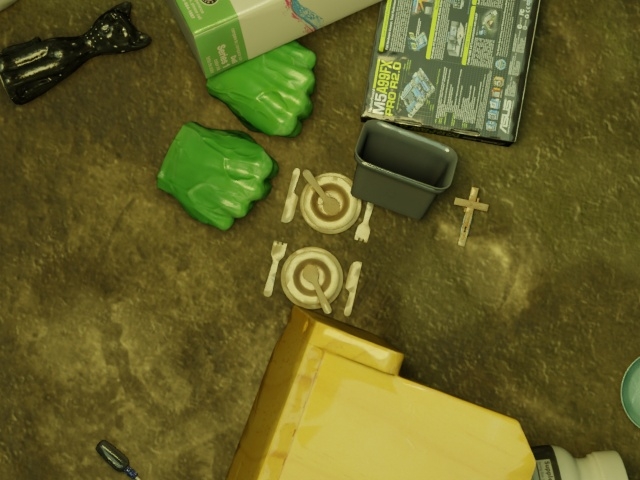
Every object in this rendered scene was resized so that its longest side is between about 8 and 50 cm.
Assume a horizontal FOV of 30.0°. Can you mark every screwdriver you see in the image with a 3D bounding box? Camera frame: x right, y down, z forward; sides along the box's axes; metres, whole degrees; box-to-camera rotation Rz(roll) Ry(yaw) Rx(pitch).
[{"bbox_3d":[-0.246,0.338,1.668,0.170,0.024,0.025,39,119,0],"label":"screwdriver"}]

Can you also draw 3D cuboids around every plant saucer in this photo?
[{"bbox_3d":[0.471,0.208,1.645,0.119,0.021,0.119,0,89,2],"label":"plant saucer"}]

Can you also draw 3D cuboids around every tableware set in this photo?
[{"bbox_3d":[0.000,0.000,1.655,0.128,0.039,0.194,13,90,2],"label":"tableware set"}]

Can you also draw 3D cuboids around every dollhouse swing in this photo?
[{"bbox_3d":[0.061,0.304,1.538,0.305,0.315,0.347,19,90,-9],"label":"dollhouse swing"}]

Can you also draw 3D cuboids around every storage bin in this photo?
[{"bbox_3d":[0.106,-0.093,1.625,0.135,0.091,0.098,21,50,-1],"label":"storage bin"}]

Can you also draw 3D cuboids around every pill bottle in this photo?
[{"bbox_3d":[0.261,0.357,1.581,0.278,0.162,0.162,-7,89,1],"label":"pill bottle"}]

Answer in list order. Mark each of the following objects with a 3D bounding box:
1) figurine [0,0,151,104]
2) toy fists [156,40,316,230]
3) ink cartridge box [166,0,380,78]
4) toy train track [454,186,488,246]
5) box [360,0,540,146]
[{"bbox_3d":[-0.369,-0.325,1.657,0.209,0.092,0.215,-24,88,-6],"label":"figurine"},{"bbox_3d":[-0.101,-0.149,1.634,0.142,0.096,0.279,28,90,17],"label":"toy fists"},{"bbox_3d":[-0.072,-0.370,1.581,0.278,0.117,0.201,-25,68,-6],"label":"ink cartridge box"},{"bbox_3d":[0.204,-0.033,1.663,0.048,0.014,0.083,13,95,-5],"label":"toy train track"},{"bbox_3d":[0.182,-0.280,1.644,0.216,0.060,0.270,9,89,3],"label":"box"}]
